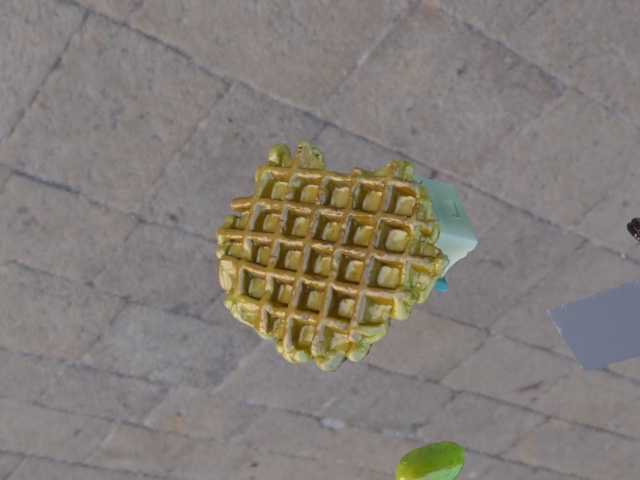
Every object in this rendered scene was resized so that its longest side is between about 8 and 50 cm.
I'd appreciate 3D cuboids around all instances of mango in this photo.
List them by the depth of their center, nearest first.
[{"bbox_3d":[0.159,0.324,1.379,0.108,0.073,0.056,-33,123,-18],"label":"mango"}]

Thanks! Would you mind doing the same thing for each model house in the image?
[{"bbox_3d":[0.124,0.003,1.313,0.101,0.127,0.149,13,129,-25],"label":"model house"}]

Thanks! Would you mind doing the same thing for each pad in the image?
[{"bbox_3d":[0.495,0.135,1.580,0.211,0.003,0.143,-22,112,32],"label":"pad"}]

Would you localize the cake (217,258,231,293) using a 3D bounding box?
[{"bbox_3d":[-0.150,0.053,1.694,0.044,0.084,0.084,-1,143,17],"label":"cake"}]

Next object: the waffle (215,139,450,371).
[{"bbox_3d":[0.007,0.005,1.178,0.281,0.301,0.058,-55,150,1],"label":"waffle"}]

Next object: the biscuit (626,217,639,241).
[{"bbox_3d":[0.498,-0.003,1.440,0.087,0.089,0.027,25,109,-15],"label":"biscuit"}]
